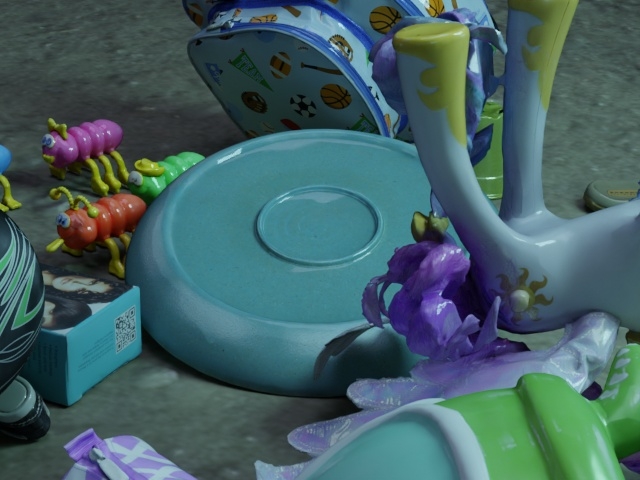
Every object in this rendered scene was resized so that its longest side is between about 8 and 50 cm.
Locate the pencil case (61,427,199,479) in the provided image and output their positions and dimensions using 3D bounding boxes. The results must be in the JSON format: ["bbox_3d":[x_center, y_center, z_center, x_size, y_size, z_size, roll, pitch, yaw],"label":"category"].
[{"bbox_3d":[-0.071,0.180,1.010,0.206,0.088,0.086,23,43,39],"label":"pencil case"}]

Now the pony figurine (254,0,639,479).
[{"bbox_3d":[0.139,0.028,1.084,0.351,0.363,0.303,-4,23,11],"label":"pony figurine"}]

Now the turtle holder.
[{"bbox_3d":[0.081,0.223,0.795,0.227,0.243,0.320,-14,64,1],"label":"turtle holder"}]

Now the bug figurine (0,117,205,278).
[{"bbox_3d":[-0.224,-0.054,1.576,0.279,0.072,0.216,20,29,38],"label":"bug figurine"}]

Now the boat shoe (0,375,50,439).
[{"bbox_3d":[-0.236,0.107,1.239,0.125,0.038,0.046,19,60,44],"label":"boat shoe"}]

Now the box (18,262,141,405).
[{"bbox_3d":[-0.267,0.054,1.332,0.244,0.060,0.100,12,25,24],"label":"box"}]

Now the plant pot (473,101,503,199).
[{"bbox_3d":[0.153,-0.091,1.672,0.083,0.079,0.083,0,23,0],"label":"plant pot"}]

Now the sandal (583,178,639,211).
[{"bbox_3d":[0.339,-0.053,1.632,0.180,0.049,0.072,-1,23,-5],"label":"sandal"}]

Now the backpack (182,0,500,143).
[{"bbox_3d":[0.023,-0.192,1.638,0.263,0.276,0.213,-10,45,37],"label":"backpack"}]

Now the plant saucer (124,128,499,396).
[{"bbox_3d":[0.000,0.000,1.387,0.317,0.044,0.317,0,39,0],"label":"plant saucer"}]

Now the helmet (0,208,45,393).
[{"bbox_3d":[-0.269,0.046,1.170,0.169,0.169,0.161,-9,26,-24],"label":"helmet"}]
